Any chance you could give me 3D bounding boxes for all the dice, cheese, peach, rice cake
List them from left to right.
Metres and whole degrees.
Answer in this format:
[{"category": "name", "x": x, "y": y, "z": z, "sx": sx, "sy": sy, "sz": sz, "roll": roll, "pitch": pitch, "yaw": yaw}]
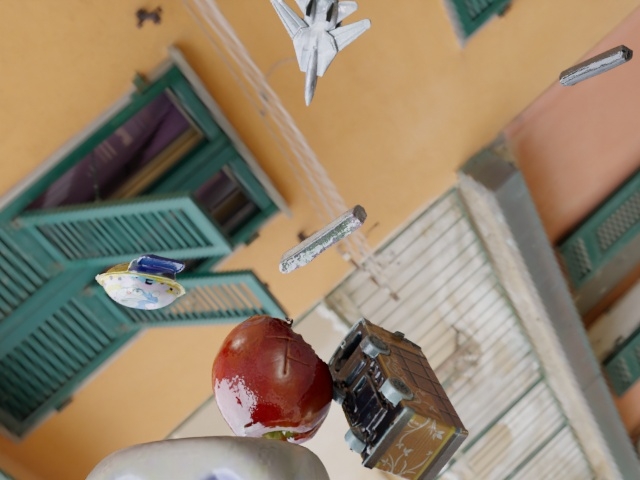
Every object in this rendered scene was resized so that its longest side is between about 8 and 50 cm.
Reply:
[{"category": "cheese", "x": -0.298, "y": 0.067, "z": 1.629, "sx": 0.156, "sy": 0.064, "sz": 0.250, "roll": 11, "pitch": 157, "yaw": -19}, {"category": "dice", "x": -0.142, "y": 0.437, "z": 1.250, "sx": 0.277, "sy": 0.304, "sz": 0.304, "roll": 55, "pitch": -150, "yaw": -58}, {"category": "peach", "x": -0.081, "y": 0.235, "z": 1.624, "sx": 0.190, "sy": 0.196, "sz": 0.226, "roll": 60, "pitch": -165, "yaw": -52}, {"category": "rice cake", "x": 0.000, "y": 0.000, "z": 1.697, "sx": 0.036, "sy": 0.206, "sz": 0.047, "roll": 51, "pitch": -147, "yaw": -8}]

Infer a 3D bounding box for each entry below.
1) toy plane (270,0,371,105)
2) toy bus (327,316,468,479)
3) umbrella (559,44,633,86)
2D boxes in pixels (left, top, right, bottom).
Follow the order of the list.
[{"category": "toy plane", "x": -0.007, "y": -0.397, "z": 1.989, "sx": 0.212, "sy": 0.088, "sz": 0.267, "roll": 17, "pitch": 142, "yaw": 8}, {"category": "toy bus", "x": 0.121, "y": 0.266, "z": 1.614, "sx": 0.167, "sy": 0.138, "sz": 0.275, "roll": 26, "pitch": -162, "yaw": -26}, {"category": "umbrella", "x": 0.453, "y": -0.286, "z": 1.579, "sx": 0.036, "sy": 0.031, "sz": 0.133, "roll": 37, "pitch": 145, "yaw": -28}]
